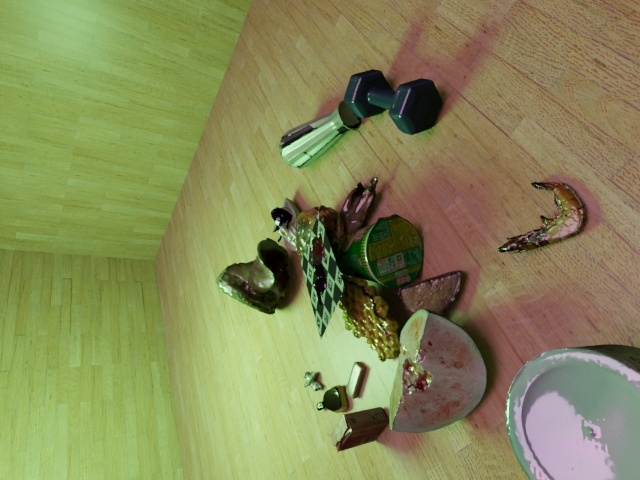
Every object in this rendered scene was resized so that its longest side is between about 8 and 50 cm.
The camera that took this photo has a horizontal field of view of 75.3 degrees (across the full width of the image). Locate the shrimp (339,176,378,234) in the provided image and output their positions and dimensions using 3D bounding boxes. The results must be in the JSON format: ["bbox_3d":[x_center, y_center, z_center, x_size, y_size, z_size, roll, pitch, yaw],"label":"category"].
[{"bbox_3d":[0.129,-0.127,1.422,0.145,0.059,0.254,-115,40,-51],"label":"shrimp"}]

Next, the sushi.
[{"bbox_3d":[0.023,0.109,1.282,0.294,0.059,0.292,112,149,-49],"label":"sushi"}]

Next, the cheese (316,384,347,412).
[{"bbox_3d":[0.033,0.564,1.446,0.162,0.036,0.086,-43,54,42],"label":"cheese"}]

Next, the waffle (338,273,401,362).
[{"bbox_3d":[0.139,0.233,1.254,0.300,0.058,0.282,6,119,65],"label":"waffle"}]

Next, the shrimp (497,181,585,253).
[{"bbox_3d":[0.477,-0.055,0.928,0.195,0.035,0.148,-29,63,41],"label":"shrimp"}]

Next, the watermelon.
[{"bbox_3d":[0.292,0.321,1.051,0.175,0.188,0.322,-80,8,-65],"label":"watermelon"}]

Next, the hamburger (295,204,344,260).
[{"bbox_3d":[0.000,0.000,1.476,0.243,0.146,0.286,68,154,21],"label":"hamburger"}]

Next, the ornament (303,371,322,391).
[{"bbox_3d":[-0.032,0.523,1.541,0.068,0.041,0.092,-38,39,17],"label":"ornament"}]

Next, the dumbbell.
[{"bbox_3d":[0.214,-0.433,1.279,0.325,0.159,0.144,42,150,49],"label":"dumbbell"}]

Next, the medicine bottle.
[{"bbox_3d":[0.479,0.288,0.650,0.245,0.289,0.245,-18,68,52],"label":"medicine bottle"}]

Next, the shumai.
[{"bbox_3d":[-0.246,0.142,1.773,0.291,0.330,0.289,24,84,17],"label":"shumai"}]

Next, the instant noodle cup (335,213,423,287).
[{"bbox_3d":[0.157,0.036,1.251,0.232,0.207,0.207,-7,78,63],"label":"instant noodle cup"}]

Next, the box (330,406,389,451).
[{"bbox_3d":[0.116,0.557,1.230,0.060,0.156,0.111,56,130,42],"label":"box"}]

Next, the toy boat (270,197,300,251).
[{"bbox_3d":[-0.136,-0.065,1.721,0.141,0.140,0.269,-63,26,26],"label":"toy boat"}]

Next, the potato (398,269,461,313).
[{"bbox_3d":[0.308,0.144,1.117,0.171,0.089,0.101,-24,84,16],"label":"potato"}]

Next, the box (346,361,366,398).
[{"bbox_3d":[0.115,0.458,1.360,0.048,0.025,0.115,29,107,51],"label":"box"}]

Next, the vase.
[{"bbox_3d":[-0.011,-0.401,1.591,0.360,0.165,0.165,-20,68,48],"label":"vase"}]
